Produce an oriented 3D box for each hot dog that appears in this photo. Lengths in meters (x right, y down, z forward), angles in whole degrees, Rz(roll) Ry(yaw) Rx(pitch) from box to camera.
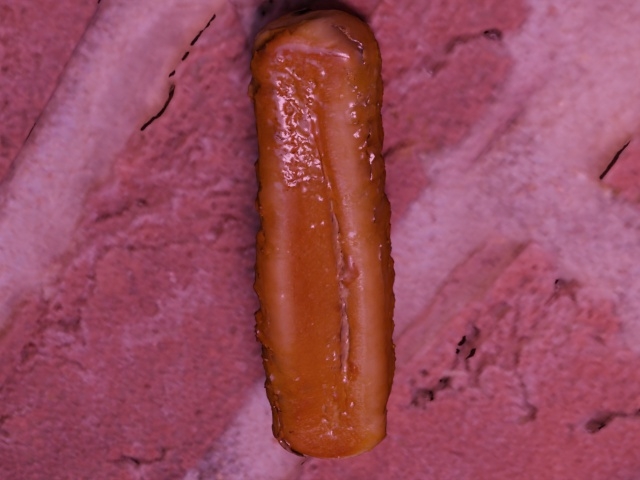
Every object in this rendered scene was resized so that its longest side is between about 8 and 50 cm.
[{"bbox_3d":[0.001,0.000,1.064,0.083,0.068,0.289,-2,122,-1],"label":"hot dog"}]
